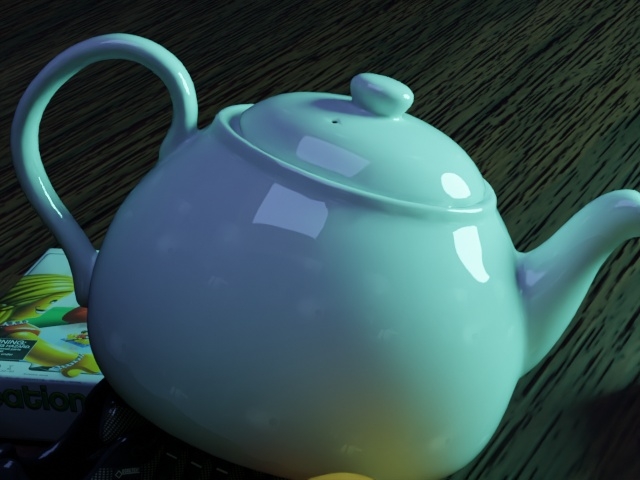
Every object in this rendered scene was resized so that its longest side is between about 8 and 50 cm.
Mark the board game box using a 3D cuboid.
[{"bbox_3d":[-0.079,0.072,0.993,0.305,0.053,0.193,2,25,14],"label":"board game box"}]

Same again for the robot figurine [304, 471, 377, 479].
[{"bbox_3d":[0.031,0.183,0.634,0.128,0.158,0.219,-41,38,-21],"label":"robot figurine"}]

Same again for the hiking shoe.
[{"bbox_3d":[-0.080,0.125,0.797,0.227,0.114,0.086,-14,26,-21],"label":"hiking shoe"}]

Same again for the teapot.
[{"bbox_3d":[0.000,0.000,0.785,0.256,0.187,0.252,-1,24,-44],"label":"teapot"}]
